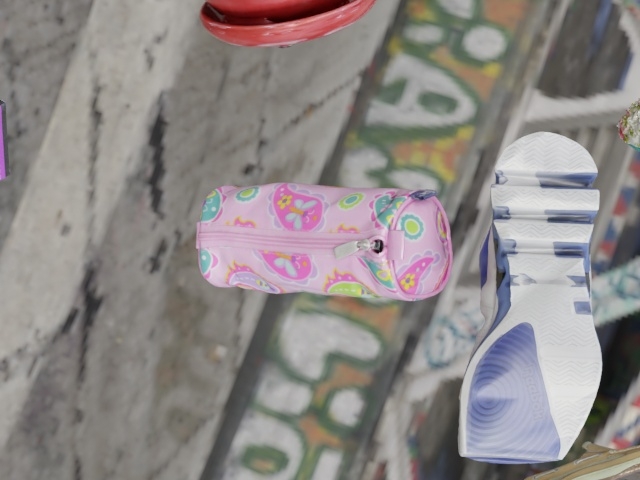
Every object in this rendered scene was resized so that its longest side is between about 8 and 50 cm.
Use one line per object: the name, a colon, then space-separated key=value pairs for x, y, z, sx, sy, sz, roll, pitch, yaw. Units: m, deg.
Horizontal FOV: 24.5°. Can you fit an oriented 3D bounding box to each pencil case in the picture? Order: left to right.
pencil case: x=0.000 y=0.000 z=1.557 sx=0.124 sy=0.284 sz=0.124 roll=-7 pitch=99 yaw=-52

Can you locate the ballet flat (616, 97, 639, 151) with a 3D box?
ballet flat: x=0.323 y=-0.100 z=1.155 sx=0.091 sy=0.241 sz=0.077 roll=-35 pitch=119 yaw=-22

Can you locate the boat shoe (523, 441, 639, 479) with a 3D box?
boat shoe: x=0.322 y=0.261 z=1.698 sx=0.068 sy=0.190 sz=0.072 roll=61 pitch=10 yaw=-50

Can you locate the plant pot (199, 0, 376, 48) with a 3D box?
plant pot: x=-0.044 y=-0.275 z=1.322 sx=0.191 sy=0.191 sz=0.174 roll=-47 pitch=135 yaw=-50

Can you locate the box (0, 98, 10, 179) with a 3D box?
box: x=-0.435 y=-0.088 z=1.730 sx=0.162 sy=0.029 sz=0.116 roll=-39 pitch=151 yaw=-37

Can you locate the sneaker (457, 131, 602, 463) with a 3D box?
sneaker: x=0.213 y=0.065 z=1.455 sx=0.182 sy=0.128 sz=0.315 roll=53 pitch=45 yaw=-79
